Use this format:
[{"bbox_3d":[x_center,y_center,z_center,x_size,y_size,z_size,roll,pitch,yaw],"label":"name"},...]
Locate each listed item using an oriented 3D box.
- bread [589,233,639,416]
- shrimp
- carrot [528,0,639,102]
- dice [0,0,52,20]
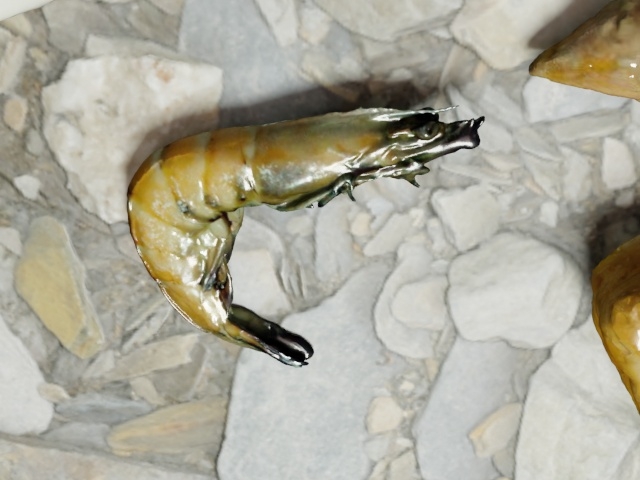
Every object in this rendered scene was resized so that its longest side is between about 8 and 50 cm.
[{"bbox_3d":[0.330,0.145,0.677,0.185,0.109,0.380,-21,113,16],"label":"bread"},{"bbox_3d":[0.000,0.000,0.671,0.262,0.051,0.198,-13,121,13],"label":"shrimp"},{"bbox_3d":[0.258,-0.126,0.574,0.263,0.102,0.102,-6,115,14],"label":"carrot"},{"bbox_3d":[-0.235,-0.245,0.423,0.277,0.304,0.304,-13,114,9],"label":"dice"}]
